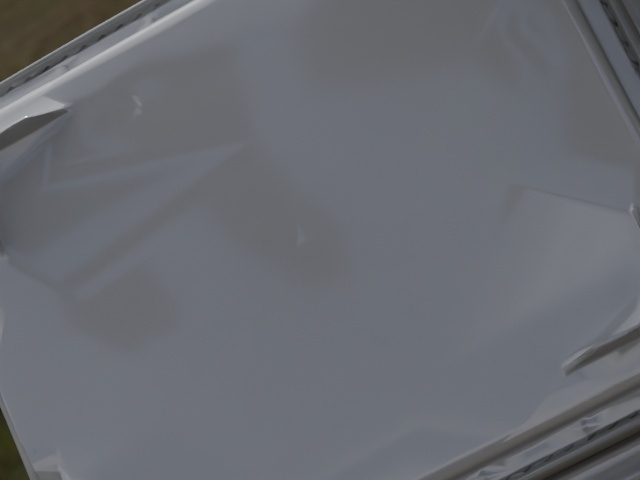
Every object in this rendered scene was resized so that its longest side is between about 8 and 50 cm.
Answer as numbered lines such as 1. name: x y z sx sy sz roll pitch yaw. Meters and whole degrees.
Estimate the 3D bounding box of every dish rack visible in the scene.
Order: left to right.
1. dish rack: 0.000 0.000 0.795 0.333 0.285 0.072 -28 -14 11
